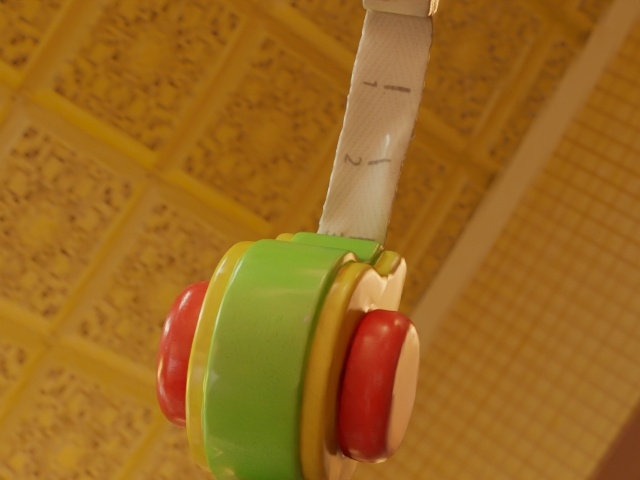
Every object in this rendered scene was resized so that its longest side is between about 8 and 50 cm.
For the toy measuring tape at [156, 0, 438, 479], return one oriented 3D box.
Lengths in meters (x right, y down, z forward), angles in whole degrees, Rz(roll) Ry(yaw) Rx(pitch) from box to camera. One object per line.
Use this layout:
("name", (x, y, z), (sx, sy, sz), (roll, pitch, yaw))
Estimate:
("toy measuring tape", (0.000, 0.000, 0.915), (0.121, 0.121, 0.330), (37, -120, -47))
